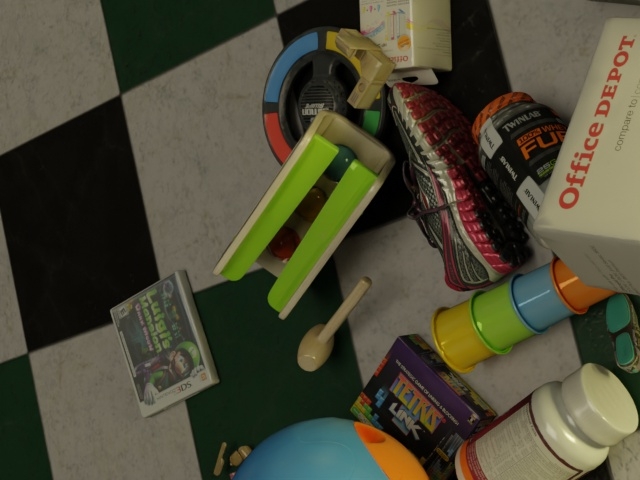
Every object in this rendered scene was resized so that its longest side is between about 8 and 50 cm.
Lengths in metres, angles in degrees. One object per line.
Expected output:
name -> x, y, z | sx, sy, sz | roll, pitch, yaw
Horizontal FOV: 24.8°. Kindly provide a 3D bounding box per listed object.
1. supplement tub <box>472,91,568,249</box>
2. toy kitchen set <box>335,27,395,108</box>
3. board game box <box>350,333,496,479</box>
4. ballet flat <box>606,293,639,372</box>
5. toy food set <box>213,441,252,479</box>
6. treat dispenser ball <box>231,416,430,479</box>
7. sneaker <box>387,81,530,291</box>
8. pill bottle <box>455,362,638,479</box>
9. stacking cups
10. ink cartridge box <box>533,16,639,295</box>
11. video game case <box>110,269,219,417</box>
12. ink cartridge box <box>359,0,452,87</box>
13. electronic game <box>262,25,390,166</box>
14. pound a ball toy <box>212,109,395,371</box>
supplement tub -> 0.274, -0.090, 1.815 | 0.117, 0.117, 0.190 | -52, 52, 28
toy kitchen set -> 0.037, -0.229, 1.929 | 0.083, 0.068, 0.075 | 46, 119, 28
board game box -> 0.138, 0.235, 1.989 | 0.170, 0.048, 0.141 | 45, 119, 29
ballet flat -> 0.376, 0.117, 1.791 | 0.041, 0.041, 0.114 | -36, 38, 34
toy food set -> -0.103, 0.355, 2.209 | 0.122, 0.019, 0.078 | 25, 107, 28
treat dispenser ball -> 0.014, 0.375, 1.898 | 0.288, 0.288, 0.288 | 1, 92, 39
sneaker -> 0.156, -0.075, 1.921 | 0.112, 0.121, 0.299 | -35, 70, 36
pill bottle -> 0.282, 0.252, 1.824 | 0.221, 0.121, 0.121 | -42, 66, 31
stacking cups -> 0.290, 0.075, 1.837 | 0.316, 0.096, 0.096 | -26, 75, 34
ink cartridge box -> 0.467, -0.079, 1.573 | 0.395, 0.166, 0.285 | 9, 69, 39
video game case -> -0.251, 0.166, 2.321 | 0.173, 0.022, 0.190 | -29, 73, 36
ink cartridge box -> 0.115, -0.280, 1.966 | 0.092, 0.090, 0.143 | -2, 90, 40
electronic game -> 0.005, -0.192, 2.086 | 0.229, 0.048, 0.229 | 1, 92, 39
pound a ball toy -> 0.000, 0.000, 2.037 | 0.208, 0.136, 0.319 | 33, 121, -2
